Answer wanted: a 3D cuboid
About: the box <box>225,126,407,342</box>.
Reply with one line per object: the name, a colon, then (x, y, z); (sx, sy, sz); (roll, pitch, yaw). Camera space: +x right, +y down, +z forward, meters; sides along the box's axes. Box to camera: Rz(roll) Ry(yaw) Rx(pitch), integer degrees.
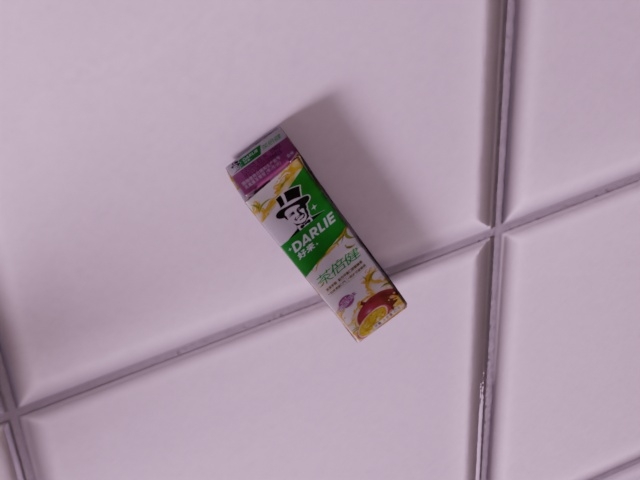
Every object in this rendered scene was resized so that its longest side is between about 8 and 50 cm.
box: (0.000, 0.000, 1.114); (0.050, 0.041, 0.207); (-37, 139, 1)
